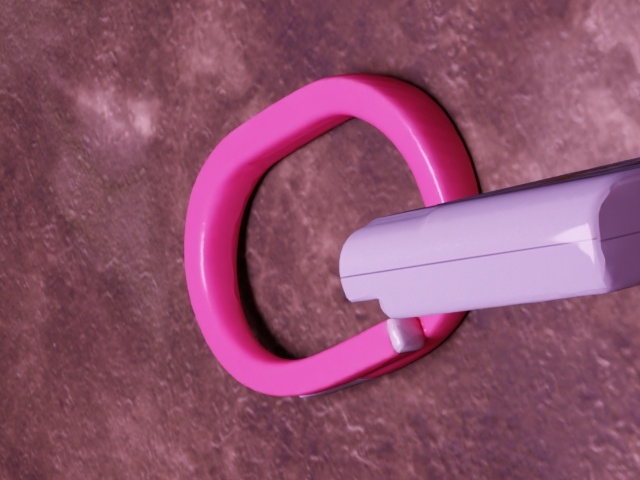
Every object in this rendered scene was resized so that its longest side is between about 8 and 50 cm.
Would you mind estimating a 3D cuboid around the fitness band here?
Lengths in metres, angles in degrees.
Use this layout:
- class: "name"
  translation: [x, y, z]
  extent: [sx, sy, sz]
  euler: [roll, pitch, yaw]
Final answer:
- class: "fitness band"
  translation: [0.000, 0.000, 1.320]
  extent: [0.291, 0.054, 0.209]
  euler: [-27, 76, 48]

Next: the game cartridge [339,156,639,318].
- class: "game cartridge"
  translation: [0.180, -0.019, 0.912]
  extent: [0.198, 0.297, 0.062]
  euler: [-17, 88, 50]
